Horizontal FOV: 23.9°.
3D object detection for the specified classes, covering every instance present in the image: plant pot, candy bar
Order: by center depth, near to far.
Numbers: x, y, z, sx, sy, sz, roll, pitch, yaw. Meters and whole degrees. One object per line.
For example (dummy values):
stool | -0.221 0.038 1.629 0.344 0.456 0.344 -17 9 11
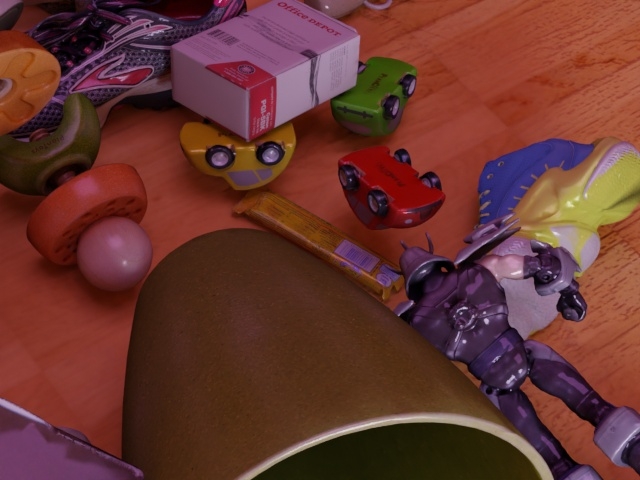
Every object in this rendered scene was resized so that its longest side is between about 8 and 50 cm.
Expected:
plant pot | -0.024 0.128 1.038 0.275 0.274 0.293 -9 38 -17
candy bar | 0.000 0.000 1.273 0.161 0.018 0.040 31 50 13

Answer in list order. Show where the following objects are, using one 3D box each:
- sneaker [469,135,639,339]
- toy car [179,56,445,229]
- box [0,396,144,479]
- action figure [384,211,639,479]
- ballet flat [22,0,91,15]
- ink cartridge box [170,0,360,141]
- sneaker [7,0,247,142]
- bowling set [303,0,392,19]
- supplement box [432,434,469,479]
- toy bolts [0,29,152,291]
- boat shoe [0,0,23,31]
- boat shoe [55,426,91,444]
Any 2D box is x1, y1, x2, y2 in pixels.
sneaker | 0.165 -0.001 1.281 0.240 0.091 0.126 -41 35 -20
toy car | 0.023 -0.089 1.310 0.239 0.053 0.225 17 39 20
box | -0.272 0.269 0.857 0.191 0.143 0.381 28 66 -8
action figure | 0.147 0.103 1.139 0.185 0.099 0.285 -46 68 11
ballet flat | -0.349 -0.282 1.376 0.349 0.123 0.123 17 51 3
ink cartridge box | -0.046 -0.149 1.295 0.099 0.056 0.135 32 46 33
sneaker | -0.201 -0.164 1.305 0.299 0.112 0.121 -26 61 -27
bowling set | 0.002 -0.370 1.459 0.154 0.200 0.287 -27 65 -29
supplement box | 0.106 0.188 1.091 0.036 0.098 0.062 -12 53 -37
toy bolts | -0.246 -0.018 1.140 0.228 0.218 0.158 -31 68 -9
boat shoe | -0.354 -0.153 1.272 0.069 0.081 0.228 44 60 1
boat shoe | -0.290 0.192 1.028 0.302 0.109 0.094 -2 32 -20
